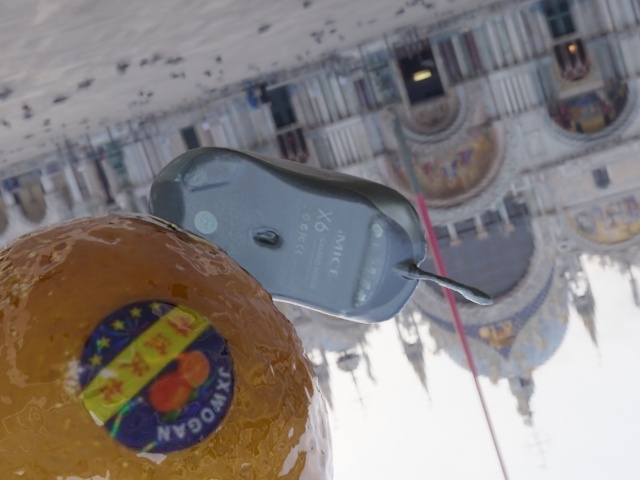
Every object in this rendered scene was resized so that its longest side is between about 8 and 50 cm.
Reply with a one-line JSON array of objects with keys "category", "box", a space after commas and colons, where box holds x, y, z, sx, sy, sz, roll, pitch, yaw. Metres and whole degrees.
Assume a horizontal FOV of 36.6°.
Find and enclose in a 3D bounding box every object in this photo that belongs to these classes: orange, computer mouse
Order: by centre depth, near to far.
[{"category": "orange", "box": [-0.078, 0.078, 0.383, 0.155, 0.178, 0.177, -45, -159, -30]}, {"category": "computer mouse", "box": [0.000, 0.000, 1.022, 0.379, 0.167, 0.090, 18, -157, 8]}]
